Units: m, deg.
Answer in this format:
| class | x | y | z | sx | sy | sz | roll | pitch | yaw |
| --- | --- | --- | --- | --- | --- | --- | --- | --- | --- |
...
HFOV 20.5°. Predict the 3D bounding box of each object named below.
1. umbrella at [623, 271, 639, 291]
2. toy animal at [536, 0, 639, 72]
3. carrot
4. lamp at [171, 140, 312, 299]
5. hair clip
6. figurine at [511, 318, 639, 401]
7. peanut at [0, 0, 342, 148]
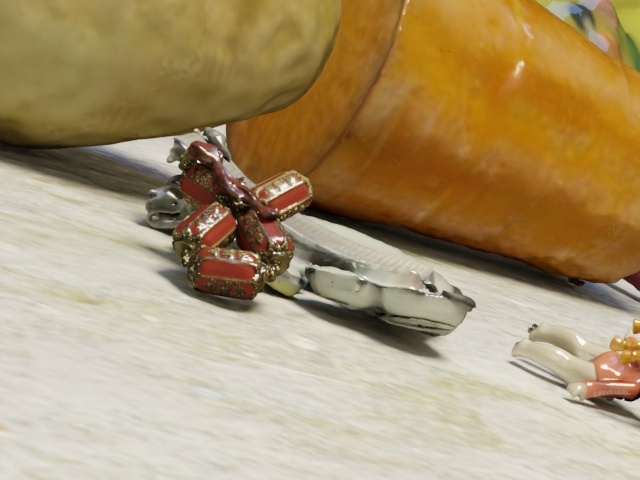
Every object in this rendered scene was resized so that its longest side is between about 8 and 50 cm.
| class | x | y | z | sx | sy | sz | roll | pitch | yaw |
| --- | --- | --- | --- | --- | --- | --- | --- | --- | --- |
| umbrella | 0.229 | 0.034 | 1.163 | 0.025 | 0.027 | 0.165 | -16 | 30 | -27 |
| toy animal | 0.221 | -0.091 | 1.390 | 0.338 | 0.191 | 0.216 | 2 | 61 | -37 |
| carrot | 0.094 | -0.076 | 1.105 | 0.254 | 0.196 | 0.196 | 23 | 7 | -26 |
| lamp | -0.039 | -0.007 | 0.769 | 0.063 | 0.031 | 0.083 | 9 | 42 | 3 |
| hair clip | 0.000 | 0.000 | 0.840 | 0.172 | 0.049 | 0.116 | 24 | 15 | 14 |
| figurine | 0.139 | 0.058 | 0.810 | 0.109 | 0.047 | 0.064 | 18 | 36 | 32 |
| peanut | -0.173 | -0.153 | 0.906 | 0.387 | 0.192 | 0.169 | 16 | 23 | -17 |
